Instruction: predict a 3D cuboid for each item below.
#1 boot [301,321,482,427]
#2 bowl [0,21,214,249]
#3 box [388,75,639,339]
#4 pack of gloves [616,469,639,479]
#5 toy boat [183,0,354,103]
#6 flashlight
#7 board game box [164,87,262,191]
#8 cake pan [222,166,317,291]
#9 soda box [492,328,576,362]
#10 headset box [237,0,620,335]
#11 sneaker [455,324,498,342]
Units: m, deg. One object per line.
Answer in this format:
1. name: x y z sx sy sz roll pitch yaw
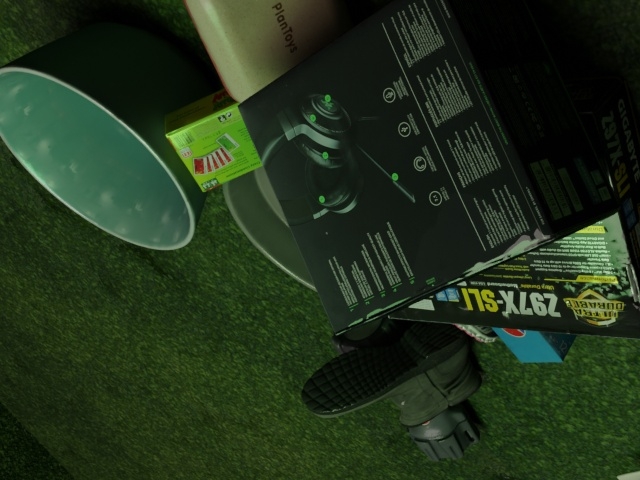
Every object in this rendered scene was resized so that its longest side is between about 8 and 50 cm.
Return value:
1. boot: 0.105 0.206 1.657 0.083 0.246 0.161 57 169 44
2. bowl: -0.244 -0.149 1.541 0.311 0.163 0.311 27 151 16
3. box: 0.177 -0.032 1.264 0.322 0.079 0.257 1 125 39
4. pack of gloves: 0.522 0.309 1.570 0.195 0.046 0.232 26 156 -7
5. toy boat: -0.070 -0.255 1.241 0.151 0.151 0.231 50 169 44
6. flashlight: 0.119 0.207 1.773 0.103 0.103 0.304 36 163 50
7. board game box: -0.074 -0.133 1.392 0.181 0.043 0.092 -23 129 11
8. cake pan: 0.010 -0.024 1.576 0.293 0.054 0.293 27 151 16
9. soda box: 0.218 0.052 1.451 0.210 0.067 0.071 49 150 -23
10. headset box: 0.085 -0.073 1.137 0.283 0.131 0.246 -29 82 40
11. sneaker: 0.184 0.070 1.524 0.170 0.075 0.063 31 -172 -41
